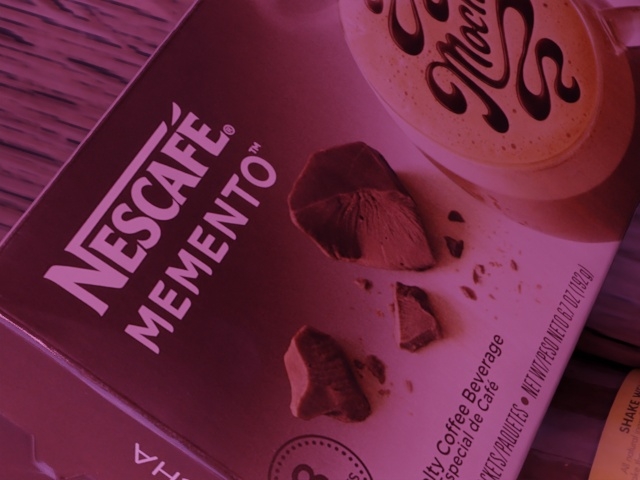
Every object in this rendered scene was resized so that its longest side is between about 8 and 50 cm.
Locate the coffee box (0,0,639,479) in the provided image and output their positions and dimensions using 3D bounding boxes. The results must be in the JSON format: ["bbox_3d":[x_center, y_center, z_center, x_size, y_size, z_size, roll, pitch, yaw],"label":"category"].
[{"bbox_3d":[0.000,0.000,0.651,0.168,0.297,0.119,37,137,-4],"label":"coffee box"}]

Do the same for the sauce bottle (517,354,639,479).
[{"bbox_3d":[0.135,0.108,0.812,0.344,0.111,0.111,16,135,19],"label":"sauce bottle"}]
